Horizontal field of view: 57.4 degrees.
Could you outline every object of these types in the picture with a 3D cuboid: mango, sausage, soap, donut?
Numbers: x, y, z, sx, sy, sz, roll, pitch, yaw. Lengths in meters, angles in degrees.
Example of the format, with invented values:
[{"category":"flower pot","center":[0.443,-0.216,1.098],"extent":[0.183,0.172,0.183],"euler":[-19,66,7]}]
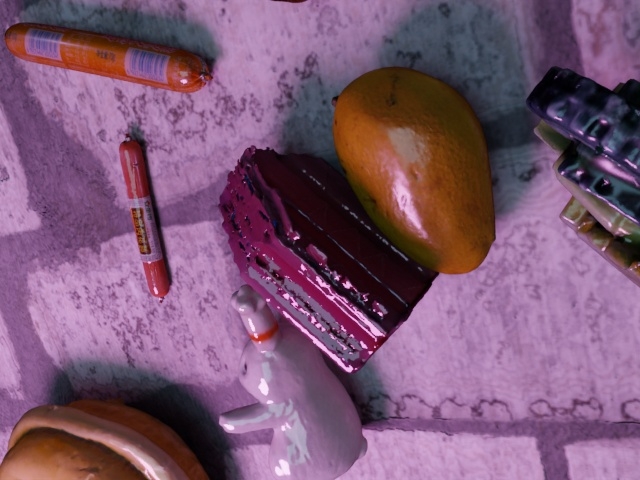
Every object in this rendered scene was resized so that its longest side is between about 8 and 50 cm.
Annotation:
[{"category":"mango","center":[0.101,-0.068,0.585],"extent":[0.147,0.109,0.227],"euler":[-30,95,31]},{"category":"sausage","center":[-0.284,-0.239,0.753],"extent":[0.347,0.053,0.053],"euler":[16,116,21]},{"category":"sausage","center":[-0.250,-0.026,0.833],"extent":[0.034,0.034,0.253],"euler":[2,111,27]},{"category":"soap","center":[0.000,0.000,0.641],"extent":[0.250,0.162,0.099],"euler":[43,129,9]},{"category":"donut","center":[-0.355,0.457,0.981],"extent":[0.448,0.198,0.449],"euler":[10,114,23]}]

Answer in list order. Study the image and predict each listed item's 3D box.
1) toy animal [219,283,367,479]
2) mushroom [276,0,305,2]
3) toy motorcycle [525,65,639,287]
[{"category":"toy animal","center":[-0.052,0.178,0.751],"extent":[0.138,0.140,0.282],"euler":[-24,101,24]},{"category":"mushroom","center":[-0.043,-0.306,0.586],"extent":[0.170,0.080,0.135],"euler":[0,97,29]},{"category":"toy motorcycle","center":[0.332,0.005,0.424],"extent":[0.410,0.237,0.169],"euler":[39,107,12]}]
